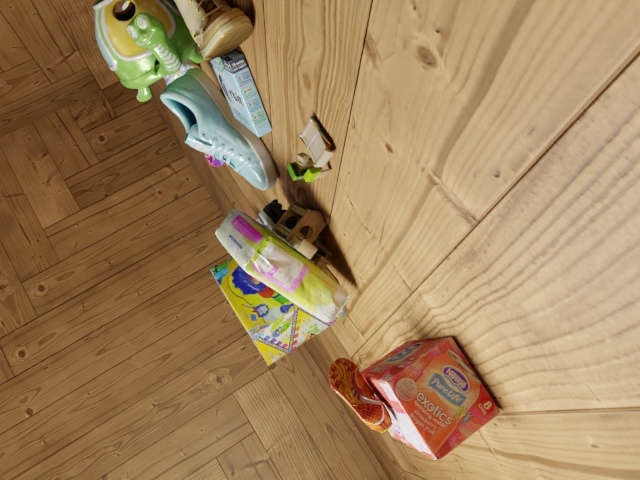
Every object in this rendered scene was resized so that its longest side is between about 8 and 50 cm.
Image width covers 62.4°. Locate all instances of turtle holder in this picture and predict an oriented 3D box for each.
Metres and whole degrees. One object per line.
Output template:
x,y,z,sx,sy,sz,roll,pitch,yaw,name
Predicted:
-0.432,-0.484,1.270,0.227,0.243,0.320,55,-158,-36,turtle holder

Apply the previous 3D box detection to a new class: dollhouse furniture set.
-0.006,-0.162,0.978,0.076,0.059,0.151,64,149,13,dollhouse furniture set
0.000,0.000,1.250,0.161,0.101,0.182,38,178,-28,dollhouse furniture set

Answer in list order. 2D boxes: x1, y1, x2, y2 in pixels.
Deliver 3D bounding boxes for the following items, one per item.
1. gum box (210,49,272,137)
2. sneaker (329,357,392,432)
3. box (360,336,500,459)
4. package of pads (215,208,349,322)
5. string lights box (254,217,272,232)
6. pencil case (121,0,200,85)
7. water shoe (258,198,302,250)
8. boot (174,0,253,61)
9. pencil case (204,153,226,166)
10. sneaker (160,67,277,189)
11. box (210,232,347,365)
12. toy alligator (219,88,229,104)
-0.186,-0.345,1.204,0.157,0.041,0.184,45,162,49,gum box
0.069,0.289,0.986,0.175,0.064,0.067,51,174,49,sneaker
0.185,0.287,1.000,0.154,0.142,0.300,58,168,8,box
-0.088,0.061,1.270,0.296,0.101,0.229,37,179,-35,package of pads
-0.190,0.047,1.905,0.259,0.133,0.076,52,165,28,string lights box
-0.458,-0.586,1.537,0.124,0.113,0.273,-15,106,57,pencil case
-0.075,-0.035,1.436,0.203,0.080,0.073,37,-172,-41,water shoe
-0.218,-0.450,0.978,0.203,0.095,0.262,65,170,-19,boot
-0.390,-0.358,1.829,0.236,0.104,0.104,53,166,31,pencil case
-0.271,-0.257,1.367,0.366,0.150,0.135,50,151,-5,sneaker
-0.123,0.152,1.559,0.290,0.279,0.177,48,163,39,box
-0.268,-0.374,1.427,0.056,0.051,0.190,61,167,-12,toy alligator
